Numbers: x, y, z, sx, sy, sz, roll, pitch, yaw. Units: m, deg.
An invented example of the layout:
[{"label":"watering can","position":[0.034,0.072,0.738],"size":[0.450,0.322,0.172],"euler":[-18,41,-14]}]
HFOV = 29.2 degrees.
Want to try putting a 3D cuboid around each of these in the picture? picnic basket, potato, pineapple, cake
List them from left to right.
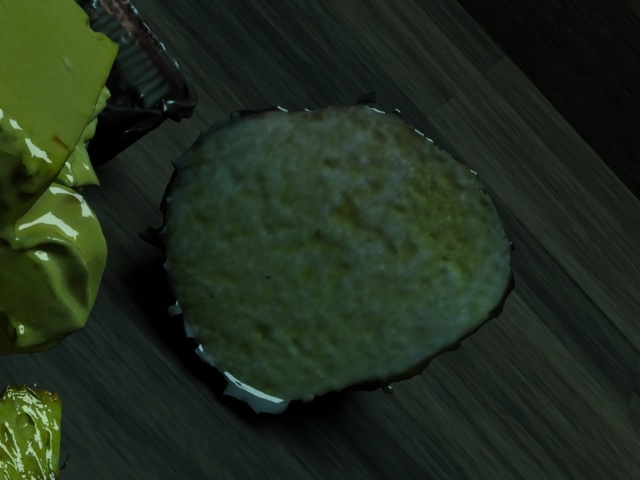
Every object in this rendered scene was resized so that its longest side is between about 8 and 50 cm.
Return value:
[{"label":"cake","position":[-0.259,-0.065,0.769],"size":[0.286,0.222,0.227],"euler":[47,22,-23]},{"label":"pineapple","position":[-0.206,0.148,0.744],"size":[0.116,0.069,0.137],"euler":[55,34,3]},{"label":"picnic basket","position":[-0.260,-0.182,1.057],"size":[0.296,0.129,0.222],"euler":[53,23,10]},{"label":"potato","position":[0.000,0.000,1.119],"size":[0.237,0.301,0.288],"euler":[-115,-168,-77]}]
